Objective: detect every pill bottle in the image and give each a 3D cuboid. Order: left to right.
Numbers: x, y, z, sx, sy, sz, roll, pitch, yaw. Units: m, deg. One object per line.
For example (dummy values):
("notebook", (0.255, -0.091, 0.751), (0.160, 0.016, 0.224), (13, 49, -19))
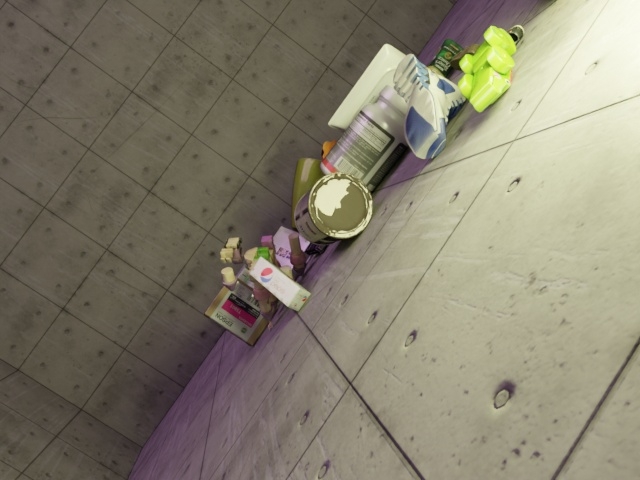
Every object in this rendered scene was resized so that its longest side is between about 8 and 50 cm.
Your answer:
("pill bottle", (0.183, -0.336, 1.827), (0.363, 0.210, 0.210), (-51, 8, 14))

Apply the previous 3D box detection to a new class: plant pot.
("plant pot", (-0.020, -0.170, 2.322), (0.275, 0.274, 0.294), (156, 134, -76))

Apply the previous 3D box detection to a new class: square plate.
("square plate", (0.253, -0.492, 1.915), (0.347, 0.344, 0.049), (-51, 47, 28))

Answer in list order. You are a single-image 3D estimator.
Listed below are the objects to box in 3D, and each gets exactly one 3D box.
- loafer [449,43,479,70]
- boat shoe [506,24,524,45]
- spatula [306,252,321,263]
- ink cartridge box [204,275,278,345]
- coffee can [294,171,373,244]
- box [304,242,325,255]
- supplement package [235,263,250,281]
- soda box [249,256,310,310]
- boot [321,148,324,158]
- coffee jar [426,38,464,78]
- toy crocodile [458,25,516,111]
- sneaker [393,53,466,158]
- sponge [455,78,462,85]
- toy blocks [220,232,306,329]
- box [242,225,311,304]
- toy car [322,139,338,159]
("loafer", (0.489, -0.614, 1.766), (0.050, 0.056, 0.148), (-55, 17, -10))
("boat shoe", (0.471, -0.506, 1.376), (0.042, 0.049, 0.133), (-49, 8, -32))
("spatula", (0.023, -0.011, 2.152), (0.168, 0.019, 0.242), (-36, 20, 53))
("ink cartridge box", (-0.318, 0.282, 2.121), (0.193, 0.234, 0.088), (-57, 7, -17))
("coffee can", (0.034, -0.094, 1.700), (0.202, 0.201, 0.275), (-56, 7, -10))
("box", (0.000, 0.000, 2.087), (0.116, 0.029, 0.162), (-56, 11, -17))
("supplement package", (-0.320, 0.233, 2.491), (0.145, 0.204, 0.262), (-55, 7, -4))
("soda box", (-0.136, 0.141, 1.732), (0.074, 0.216, 0.069), (-55, -38, 0))
("boot", (0.137, -0.375, 2.307), (0.179, 0.236, 0.085), (-56, -17, -50))
("coffee jar", (0.460, -0.663, 2.000), (0.184, 0.096, 0.079), (-56, 4, -6))
("toy crocodile", (0.395, -0.396, 1.216), (0.115, 0.105, 0.341), (-48, 14, 40))
("sneaker", (0.318, -0.360, 1.420), (0.127, 0.182, 0.316), (-49, 38, 47))
("sponge", (0.365, -0.388, 1.591), (0.210, 0.031, 0.117), (-56, 7, -7))
("toy blocks", (-0.213, 0.155, 2.007), (0.289, 0.308, 0.260), (-80, -17, -57))
("box", (-0.177, 0.103, 2.284), (0.232, 0.058, 0.322), (21, 71, 46))
("toy car", (0.095, -0.290, 2.078), (0.210, 0.238, 0.219), (-57, 7, -17))
